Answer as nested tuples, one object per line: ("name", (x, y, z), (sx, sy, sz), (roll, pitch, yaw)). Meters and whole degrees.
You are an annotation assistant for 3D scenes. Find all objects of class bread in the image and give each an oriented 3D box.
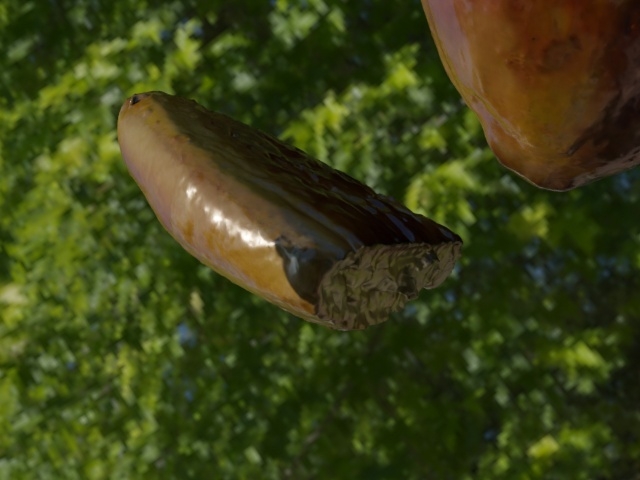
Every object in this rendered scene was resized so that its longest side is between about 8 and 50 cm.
("bread", (-0.009, 0.000, 0.588), (0.154, 0.136, 0.054), (23, -80, -12))

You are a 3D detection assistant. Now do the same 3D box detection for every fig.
("fig", (0.152, -0.165, 0.831), (0.224, 0.263, 0.224), (-5, -16, -1))
